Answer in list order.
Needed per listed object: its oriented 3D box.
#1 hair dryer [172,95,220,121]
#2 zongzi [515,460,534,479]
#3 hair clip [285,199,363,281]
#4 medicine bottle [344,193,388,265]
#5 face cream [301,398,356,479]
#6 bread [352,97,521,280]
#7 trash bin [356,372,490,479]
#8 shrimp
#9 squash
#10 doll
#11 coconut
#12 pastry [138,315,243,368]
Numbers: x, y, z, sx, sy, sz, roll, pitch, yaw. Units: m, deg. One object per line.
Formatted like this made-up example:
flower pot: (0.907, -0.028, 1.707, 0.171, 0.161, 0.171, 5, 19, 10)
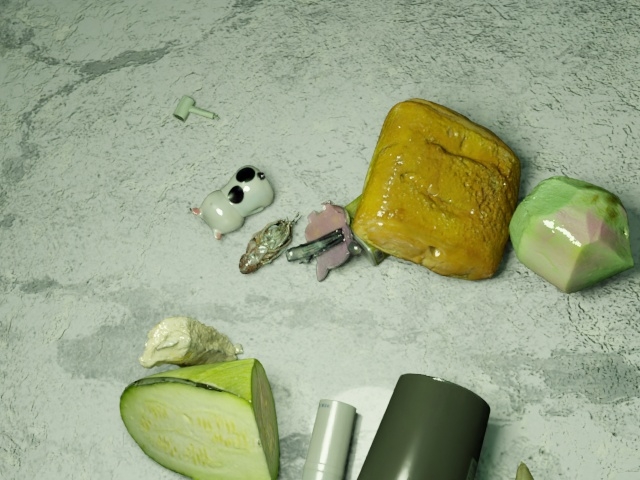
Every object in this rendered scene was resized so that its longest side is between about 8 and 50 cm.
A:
hair dryer: (-0.316, -0.328, 1.702, 0.124, 0.038, 0.063, 20, 72, 14)
zongzi: (0.275, 0.554, 1.041, 0.289, 0.154, 0.318, -29, 44, 9)
hair clip: (0.005, 0.001, 1.409, 0.187, 0.056, 0.146, -31, 69, 34)
medicine bottle: (0.144, -0.055, 1.424, 0.188, 0.088, 0.132, -39, 61, -6)
face cream: (0.007, 0.430, 1.228, 0.077, 0.077, 0.250, 8, 66, 17)
bread: (0.256, -0.104, 1.317, 0.328, 0.148, 0.337, 24, 72, -10)
trash bin: (0.160, 0.414, 1.126, 0.214, 0.214, 0.334, 13, 64, 19)
shrimp: (-0.111, 0.002, 1.467, 0.190, 0.073, 0.075, -39, 94, -12)
squash: (-0.251, 0.348, 1.248, 0.308, 0.234, 0.210, -10, 21, 3)
doll: (-0.195, -0.091, 1.516, 0.180, 0.107, 0.110, -41, 84, -1)
coconut: (0.488, -0.008, 1.256, 0.236, 0.236, 0.205, 31, 110, 25)
pastry: (-0.264, 0.213, 1.304, 0.121, 0.258, 0.089, -33, 65, 7)
